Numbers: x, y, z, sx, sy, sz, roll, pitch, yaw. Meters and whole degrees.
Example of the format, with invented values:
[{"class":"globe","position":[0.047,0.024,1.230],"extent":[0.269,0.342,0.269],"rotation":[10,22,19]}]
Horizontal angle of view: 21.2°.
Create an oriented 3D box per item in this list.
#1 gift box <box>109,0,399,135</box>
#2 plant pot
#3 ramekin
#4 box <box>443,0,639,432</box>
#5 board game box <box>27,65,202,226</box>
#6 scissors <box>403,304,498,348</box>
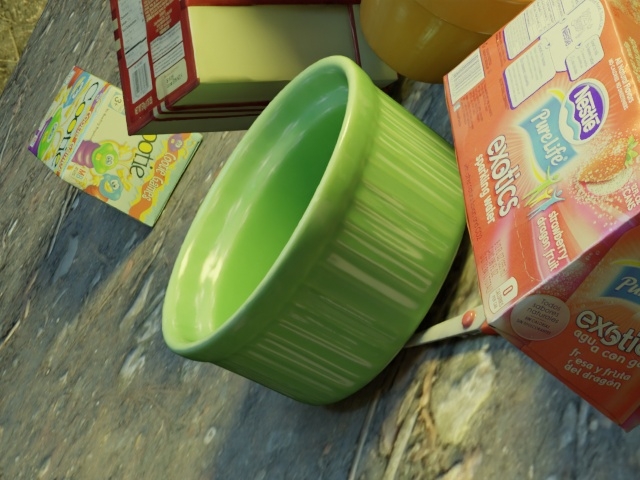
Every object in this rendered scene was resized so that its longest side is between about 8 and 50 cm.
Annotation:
[{"class":"gift box","position":[-0.066,-0.223,1.809],"extent":[0.255,0.258,0.276],"rotation":[-13,83,64]},{"class":"plant pot","position":[0.126,-0.244,1.551],"extent":[0.188,0.205,0.205],"rotation":[123,164,-55]},{"class":"ramekin","position":[0.000,0.000,1.540],"extent":[0.303,0.148,0.303],"rotation":[-49,22,27]},{"class":"box","position":[0.197,-0.041,1.172],"extent":[0.154,0.142,0.300],"rotation":[-40,29,24]},{"class":"board game box","position":[-0.287,-0.134,2.340],"extent":[0.144,0.142,0.275],"rotation":[-61,22,0]},{"class":"scissors","position":[0.129,0.068,1.367],"extent":[0.297,0.021,0.109],"rotation":[-36,34,44]}]
